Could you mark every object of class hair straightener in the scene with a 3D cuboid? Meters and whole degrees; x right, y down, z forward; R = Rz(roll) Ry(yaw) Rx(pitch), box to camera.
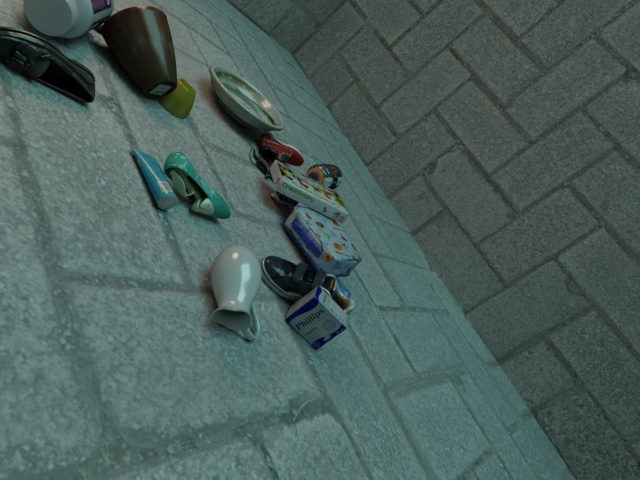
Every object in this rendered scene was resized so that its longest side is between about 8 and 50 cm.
[{"bbox_3d":[-0.206,-0.284,1.997,0.230,0.047,0.089,48,20,-6],"label":"hair straightener"}]

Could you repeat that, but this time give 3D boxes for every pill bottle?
[{"bbox_3d":[0.009,-0.303,2.368,0.130,0.130,0.246,53,21,5],"label":"pill bottle"},{"bbox_3d":[-0.725,-0.684,1.419,0.169,0.169,0.301,41,22,-25],"label":"pill bottle"}]

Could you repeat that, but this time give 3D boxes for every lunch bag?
[{"bbox_3d":[0.000,0.000,1.820,0.303,0.115,0.243,51,25,22],"label":"lunch bag"}]

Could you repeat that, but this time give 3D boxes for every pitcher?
[{"bbox_3d":[-0.199,0.131,1.224,0.177,0.126,0.207,60,19,-46],"label":"pitcher"}]

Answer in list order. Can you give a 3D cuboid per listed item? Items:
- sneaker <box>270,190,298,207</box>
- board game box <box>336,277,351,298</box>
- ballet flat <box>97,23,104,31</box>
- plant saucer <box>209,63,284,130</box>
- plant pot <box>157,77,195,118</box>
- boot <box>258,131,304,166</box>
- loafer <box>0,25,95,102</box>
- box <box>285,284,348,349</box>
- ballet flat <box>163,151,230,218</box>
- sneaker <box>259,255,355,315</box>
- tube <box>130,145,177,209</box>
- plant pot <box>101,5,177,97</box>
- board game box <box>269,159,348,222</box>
[{"bbox_3d":[-0.120,-0.177,1.953,0.072,0.077,0.178,55,20,9],"label":"sneaker"},{"bbox_3d":[0.029,0.191,1.705,0.145,0.027,0.281,48,20,-3],"label":"board game box"},{"bbox_3d":[-0.696,-0.730,1.719,0.250,0.058,0.084,17,38,-56],"label":"ballet flat"},{"bbox_3d":[-0.340,-0.601,2.163,0.400,0.100,0.400,38,21,-18],"label":"plant saucer"},{"bbox_3d":[-0.491,-0.506,1.711,0.134,0.095,0.134,42,22,-22],"label":"plant pot"},{"bbox_3d":[-0.167,-0.366,2.177,0.244,0.088,0.176,27,30,-32],"label":"boot"},{"bbox_3d":[-0.669,-0.425,1.208,0.267,0.096,0.084,18,44,-59],"label":"loafer"},{"bbox_3d":[-0.010,0.224,1.423,0.137,0.126,0.072,46,22,-12],"label":"box"},{"bbox_3d":[-0.353,-0.132,1.380,0.247,0.083,0.087,53,38,-28],"label":"ballet flat"},{"bbox_3d":[-0.033,0.133,1.494,0.321,0.127,0.126,38,36,-17],"label":"sneaker"},{"bbox_3d":[-0.443,-0.172,1.313,0.207,0.052,0.080,56,10,29],"label":"tube"},{"bbox_3d":[-0.562,-0.595,1.604,0.230,0.215,0.215,67,21,2],"label":"plant pot"},{"bbox_3d":[-0.046,-0.189,1.901,0.305,0.053,0.193,25,23,-28],"label":"board game box"}]
